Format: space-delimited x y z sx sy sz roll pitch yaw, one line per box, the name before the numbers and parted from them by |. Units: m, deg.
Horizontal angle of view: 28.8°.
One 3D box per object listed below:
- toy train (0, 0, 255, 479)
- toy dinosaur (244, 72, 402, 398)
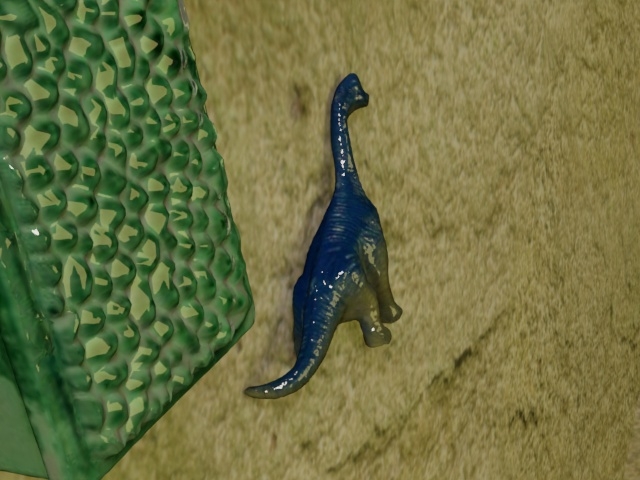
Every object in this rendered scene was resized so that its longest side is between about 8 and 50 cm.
toy train | -0.154 -0.039 0.483 0.145 0.202 0.266 -46 130 -50
toy dinosaur | 0.000 0.000 0.976 0.248 0.075 0.188 -44 122 -46
